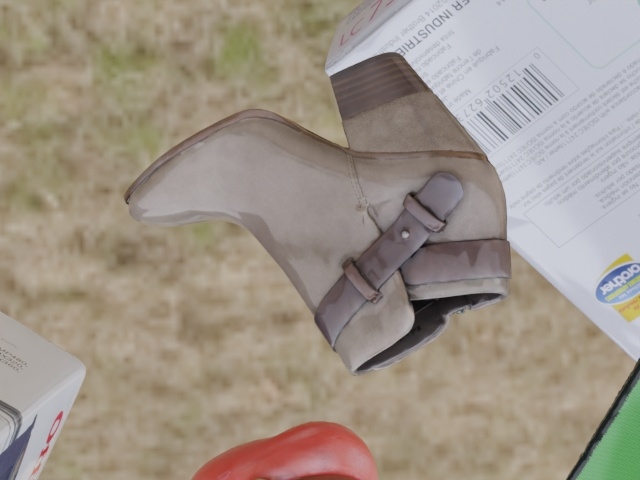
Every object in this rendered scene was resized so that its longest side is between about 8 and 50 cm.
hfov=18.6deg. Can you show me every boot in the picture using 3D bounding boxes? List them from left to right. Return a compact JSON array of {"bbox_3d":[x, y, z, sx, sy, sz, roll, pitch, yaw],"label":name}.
[{"bbox_3d":[0.000,0.000,0.594,0.118,0.087,0.042,-27,162,25],"label":"boot"}]

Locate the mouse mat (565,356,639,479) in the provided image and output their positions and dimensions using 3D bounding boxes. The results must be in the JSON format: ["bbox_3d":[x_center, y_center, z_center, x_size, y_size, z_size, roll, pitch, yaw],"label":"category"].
[{"bbox_3d":[0.131,0.142,0.597,0.007,0.190,0.152,-16,146,-32],"label":"mouse mat"}]

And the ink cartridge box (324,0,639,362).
[{"bbox_3d":[0.176,-0.049,0.992,0.311,0.065,0.186,43,122,-15],"label":"ink cartridge box"}]

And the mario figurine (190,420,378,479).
[{"bbox_3d":[0.016,0.240,1.101,0.170,0.320,0.198,-24,130,-26],"label":"mario figurine"}]

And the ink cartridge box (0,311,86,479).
[{"bbox_3d":[-0.202,0.126,0.793,0.100,0.237,0.172,29,105,5],"label":"ink cartridge box"}]
